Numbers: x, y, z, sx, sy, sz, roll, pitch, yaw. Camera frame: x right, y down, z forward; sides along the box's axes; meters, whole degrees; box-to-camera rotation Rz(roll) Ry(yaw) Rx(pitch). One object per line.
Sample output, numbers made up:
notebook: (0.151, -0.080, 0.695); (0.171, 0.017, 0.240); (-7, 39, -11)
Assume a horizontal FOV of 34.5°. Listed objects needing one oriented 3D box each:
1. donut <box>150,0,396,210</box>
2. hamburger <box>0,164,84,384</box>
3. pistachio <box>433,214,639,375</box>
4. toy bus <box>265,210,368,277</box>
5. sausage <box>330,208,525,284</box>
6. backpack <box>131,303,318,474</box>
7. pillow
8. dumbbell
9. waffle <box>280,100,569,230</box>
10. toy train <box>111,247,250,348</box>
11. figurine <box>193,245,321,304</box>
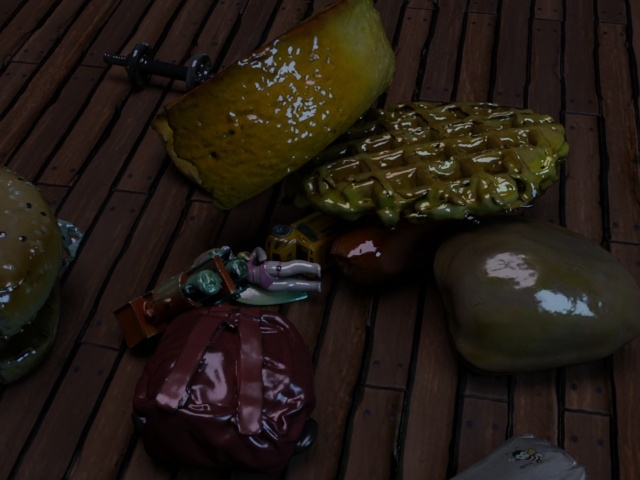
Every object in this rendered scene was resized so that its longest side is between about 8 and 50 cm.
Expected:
donut: (-0.053, -0.202, 1.471); (0.378, 0.163, 0.435); (-33, 10, -1)
hamburger: (-0.476, 0.030, 1.329); (0.318, 0.195, 0.277); (10, 43, 8)
pistachio: (0.277, 0.063, 1.316); (0.261, 0.163, 0.212); (-2, 74, -5)
toy bus: (0.000, 0.000, 1.456); (0.162, 0.069, 0.074); (-28, 49, -30)
sausage: (0.161, -0.022, 1.463); (0.348, 0.094, 0.097); (-21, 32, -30)
backpack: (-0.109, 0.165, 1.209); (0.229, 0.139, 0.229); (0, 44, 0)
pillow: (0.182, 0.282, 1.135); (0.233, 0.038, 0.131); (-24, 23, -25)
dumbbell: (-0.262, -0.295, 1.789); (0.254, 0.081, 0.081); (14, 43, 15)
waffle: (0.154, -0.115, 1.460); (0.380, 0.095, 0.382); (8, 28, 27)
toy train: (-0.171, 0.072, 1.311); (0.118, 0.176, 0.074); (-26, 89, -48)
figurine: (-0.089, 0.045, 1.408); (0.187, 0.083, 0.083); (1, 40, 11)
